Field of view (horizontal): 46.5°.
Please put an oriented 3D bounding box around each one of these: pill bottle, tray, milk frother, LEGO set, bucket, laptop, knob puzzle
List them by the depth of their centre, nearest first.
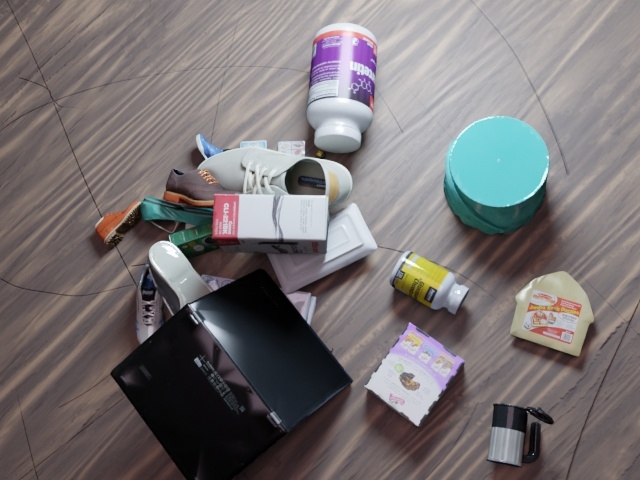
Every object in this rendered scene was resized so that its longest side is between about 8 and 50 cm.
[{"bbox_3d":[0.459,0.451,1.718,0.129,0.143,0.135,10,73,4],"label":"milk frother"},{"bbox_3d":[-0.210,0.334,1.822,0.408,0.236,0.382,-41,77,6],"label":"laptop"},{"bbox_3d":[0.577,0.170,1.844,0.213,0.030,0.213,-3,73,9],"label":"knob puzzle"},{"bbox_3d":[0.274,0.110,1.873,0.184,0.103,0.103,28,80,17],"label":"pill bottle"},{"bbox_3d":[0.443,-0.168,1.888,0.281,0.183,0.281,-3,73,9],"label":"bucket"},{"bbox_3d":[-0.002,0.018,1.937,0.270,0.030,0.145,-26,72,2],"label":"tray"},{"bbox_3d":[0.058,-0.410,2.025,0.181,0.181,0.323,1,74,10],"label":"pill bottle"},{"bbox_3d":[-0.109,-0.196,2.055,0.244,0.060,0.183,-1,77,8],"label":"LEGO set"}]

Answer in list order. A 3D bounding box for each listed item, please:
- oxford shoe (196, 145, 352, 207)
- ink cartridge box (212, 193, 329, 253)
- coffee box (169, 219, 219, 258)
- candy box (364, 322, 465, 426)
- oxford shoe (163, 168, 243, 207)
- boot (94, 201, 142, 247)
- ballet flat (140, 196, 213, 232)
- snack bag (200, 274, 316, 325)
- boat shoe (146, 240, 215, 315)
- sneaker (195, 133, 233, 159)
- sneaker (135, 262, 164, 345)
[{"bbox_3d":[-0.140,-0.160,1.961,0.449,0.130,0.169,6,99,20],"label":"oxford shoe"},{"bbox_3d":[-0.115,-0.037,1.834,0.272,0.197,0.114,0,79,2],"label":"ink cartridge box"},{"bbox_3d":[-0.298,-0.010,2.000,0.184,0.113,0.040,-19,68,5],"label":"coffee box"},{"bbox_3d":[0.231,0.331,1.830,0.164,0.070,0.196,35,81,17],"label":"candy box"},{"bbox_3d":[-0.307,-0.139,1.958,0.271,0.097,0.099,9,94,31],"label":"oxford shoe"},{"bbox_3d":[-0.564,-0.063,2.089,0.158,0.059,0.084,-46,67,-5],"label":"boot"},{"bbox_3d":[-0.380,-0.059,2.054,0.247,0.083,0.087,10,99,12],"label":"ballet flat"},{"bbox_3d":[-0.201,0.275,1.936,0.323,0.037,0.343,10,75,12],"label":"snack bag"},{"bbox_3d":[-0.345,0.151,1.932,0.116,0.099,0.319,-32,87,-29],"label":"boat shoe"},{"bbox_3d":[-0.286,-0.246,2.094,0.084,0.058,0.152,-29,75,6],"label":"sneaker"},{"bbox_3d":[-0.456,0.173,1.983,0.085,0.086,0.237,-2,74,7],"label":"sneaker"}]
